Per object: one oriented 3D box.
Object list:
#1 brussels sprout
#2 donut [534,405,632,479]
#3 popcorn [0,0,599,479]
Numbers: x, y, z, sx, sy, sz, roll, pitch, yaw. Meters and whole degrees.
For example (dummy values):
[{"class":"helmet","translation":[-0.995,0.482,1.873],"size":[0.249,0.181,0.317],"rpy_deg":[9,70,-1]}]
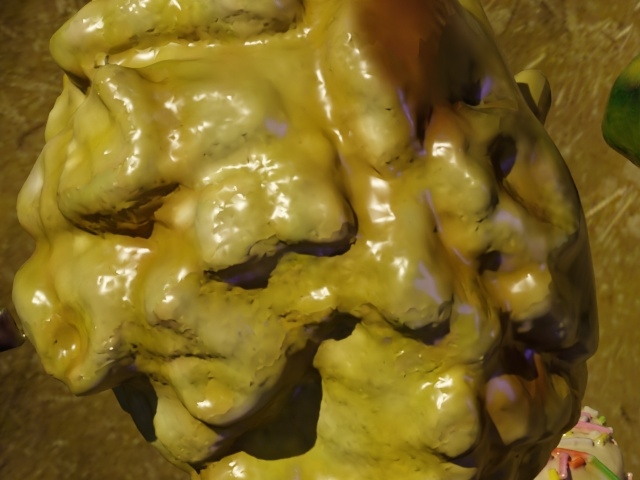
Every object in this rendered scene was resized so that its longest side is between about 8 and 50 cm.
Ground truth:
[{"class":"brussels sprout","translation":[0.341,-0.126,1.284],"size":[0.149,0.122,0.151],"rpy_deg":[26,107,56]},{"class":"donut","translation":[0.215,0.261,1.604],"size":[0.307,0.371,0.150],"rpy_deg":[10,107,-10]},{"class":"popcorn","translation":[0.000,-0.003,0.455],"size":[0.169,0.189,0.218],"rpy_deg":[-27,114,16]}]
